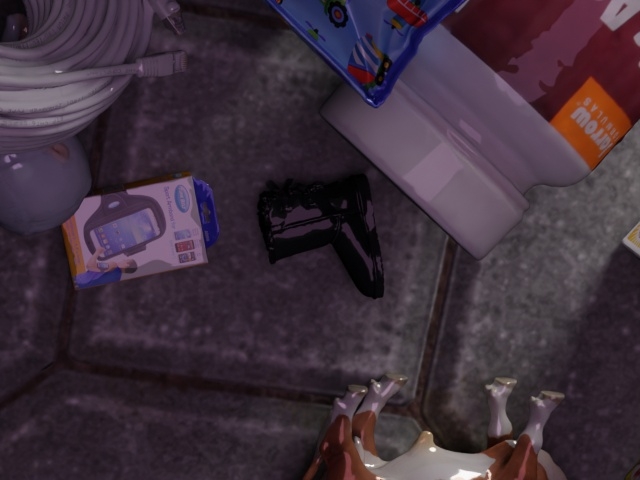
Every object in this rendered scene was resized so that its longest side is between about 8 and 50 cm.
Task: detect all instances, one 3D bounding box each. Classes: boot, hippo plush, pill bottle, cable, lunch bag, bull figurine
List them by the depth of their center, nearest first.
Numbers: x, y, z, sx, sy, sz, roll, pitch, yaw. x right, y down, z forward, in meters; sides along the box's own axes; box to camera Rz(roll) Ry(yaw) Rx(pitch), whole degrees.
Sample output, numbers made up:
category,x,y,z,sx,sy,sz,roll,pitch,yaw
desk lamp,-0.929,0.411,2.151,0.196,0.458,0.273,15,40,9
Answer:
category,x,y,z,sx,sy,sz,roll,pitch,yaw
cable,-0.258,-0.190,1.537,0.257,0.089,0.257,-25,79,-36
lunch bag,-0.051,-0.267,1.560,0.293,0.221,0.138,30,109,-29
hippo plush,-0.321,-0.057,1.634,0.236,0.294,0.234,-20,147,-26
pill bottle,0.196,-0.188,1.663,0.224,0.224,0.392,42,92,-16
boot,0.000,0.000,1.763,0.099,0.045,0.121,-12,97,-10
bull figurine,0.130,0.221,1.811,0.310,0.101,0.188,2,98,-13

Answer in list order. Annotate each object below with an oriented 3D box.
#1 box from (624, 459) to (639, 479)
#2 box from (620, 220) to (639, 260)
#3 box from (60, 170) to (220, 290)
category,x,y,z,sx,sy,sz,roll,pitch,yaw
box,0.351,0.197,1.843,0.043,0.105,0.179,41,93,-15
box,0.363,0.015,1.752,0.103,0.203,0.114,40,95,-16
box,-0.156,-0.010,1.741,0.136,0.028,0.081,-12,104,-6
